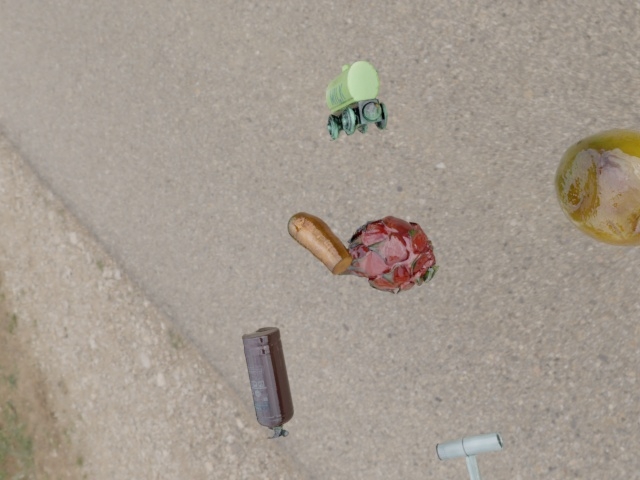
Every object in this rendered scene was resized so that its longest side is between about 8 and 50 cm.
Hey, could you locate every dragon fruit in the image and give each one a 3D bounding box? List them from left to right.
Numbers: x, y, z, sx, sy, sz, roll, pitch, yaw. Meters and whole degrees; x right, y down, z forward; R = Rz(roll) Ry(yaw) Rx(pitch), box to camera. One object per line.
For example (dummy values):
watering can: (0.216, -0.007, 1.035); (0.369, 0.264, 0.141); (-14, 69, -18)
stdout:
dragon fruit: (0.162, 0.034, 1.343); (0.274, 0.192, 0.193); (9, 90, 21)

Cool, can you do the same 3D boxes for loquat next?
loquat: (0.715, -0.128, 1.291); (0.284, 0.276, 0.276); (-126, 46, -58)

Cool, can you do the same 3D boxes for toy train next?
toy train: (0.071, -0.311, 1.201); (0.253, 0.105, 0.157); (-152, 51, -77)

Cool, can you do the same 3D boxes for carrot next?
carrot: (0.000, 0.000, 1.300); (0.193, 0.087, 0.087); (38, 120, 33)

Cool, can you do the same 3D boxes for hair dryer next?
hair dryer: (0.381, 0.546, 1.277); (0.155, 0.044, 0.183); (-25, 95, 29)

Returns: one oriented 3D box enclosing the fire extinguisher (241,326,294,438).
fire extinguisher: (-0.151, 0.430, 1.587); (0.135, 0.114, 0.337); (-5, 96, 55)
